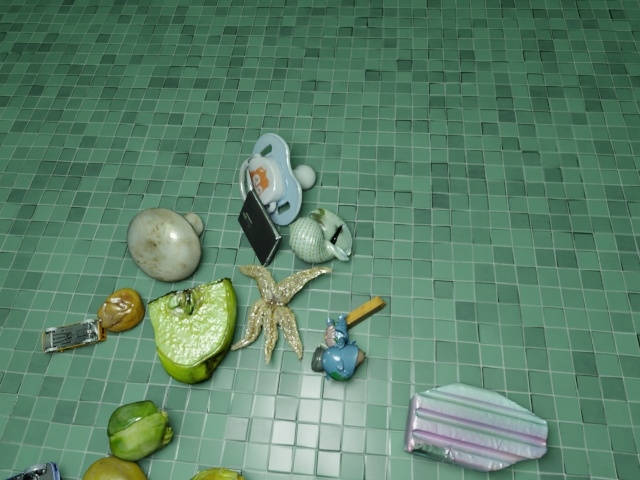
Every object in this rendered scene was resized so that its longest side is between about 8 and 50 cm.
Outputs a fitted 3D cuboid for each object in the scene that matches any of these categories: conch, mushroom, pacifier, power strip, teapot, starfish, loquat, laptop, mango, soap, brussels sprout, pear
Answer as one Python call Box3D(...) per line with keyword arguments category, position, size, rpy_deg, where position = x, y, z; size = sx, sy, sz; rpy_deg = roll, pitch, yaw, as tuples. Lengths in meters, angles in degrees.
Box3D(category="conch", position=(-0.008, 0.003, 1.339), size=(0.200, 0.131, 0.172), rpy_deg=(43, 44, -7))
Box3D(category="mushroom", position=(-0.458, 0.000, 1.344), size=(0.243, 0.244, 0.244), rpy_deg=(-1, 64, 3))
Box3D(category="pacifier", position=(-0.119, -0.199, 1.433), size=(0.232, 0.244, 0.300), rpy_deg=(-12, 84, -37))
Box3D(category="power strip", position=(0.111, 0.220, 1.267), size=(0.178, 0.049, 0.028), rpy_deg=(-30, 60, -11))
Box3D(category="teapot", position=(0.009, 0.329, 1.220), size=(0.056, 0.066, 0.088), rpy_deg=(19, 42, -8))
Box3D(category="starfish", position=(-0.121, 0.218, 1.266), size=(0.301, 0.084, 0.294), rpy_deg=(2, 68, 9))
Box3D(category="loquat", position=(-0.588, 0.206, 1.275), size=(0.113, 0.137, 0.137), rpy_deg=(41, 73, 16))
Box3D(category="laptop", position=(-0.196, -0.039, 1.366), size=(0.026, 0.154, 0.207), rpy_deg=(-13, 60, -36))
Box3D(category="mango", position=(-0.484, 0.646, 1.058), size=(0.251, 0.114, 0.156), rpy_deg=(39, 69, 20))
Box3D(category="soap", position=(0.386, 0.471, 1.093), size=(0.323, 0.109, 0.193), rpy_deg=(10, 65, 9))
Box3D(category="brussels sprout", position=(-0.461, 0.479, 1.099), size=(0.145, 0.183, 0.131), rpy_deg=(-22, 58, -30))
Box3D(category="pear", position=(-0.329, 0.259, 1.216), size=(0.238, 0.164, 0.256), rpy_deg=(-18, 67, -9))

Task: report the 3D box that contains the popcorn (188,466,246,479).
Box3D(category="popcorn", position=(-0.256, 0.648, 1.024), size=(0.197, 0.198, 0.213), rpy_deg=(12, 91, 9))

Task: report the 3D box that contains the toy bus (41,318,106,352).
Box3D(category="toy bus", position=(-0.722, 0.282, 1.276), size=(0.162, 0.074, 0.070), rpy_deg=(-12, 71, -5))

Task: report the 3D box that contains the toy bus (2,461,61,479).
Box3D(category="toy bus", position=(-0.764, 0.658, 1.062), size=(0.291, 0.133, 0.126), rpy_deg=(-21, 59, -4))

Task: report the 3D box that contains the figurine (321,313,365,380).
Box3D(category="figurine", position=(0.069, 0.292, 1.177), size=(0.144, 0.114, 0.178), rpy_deg=(19, 48, -31))
